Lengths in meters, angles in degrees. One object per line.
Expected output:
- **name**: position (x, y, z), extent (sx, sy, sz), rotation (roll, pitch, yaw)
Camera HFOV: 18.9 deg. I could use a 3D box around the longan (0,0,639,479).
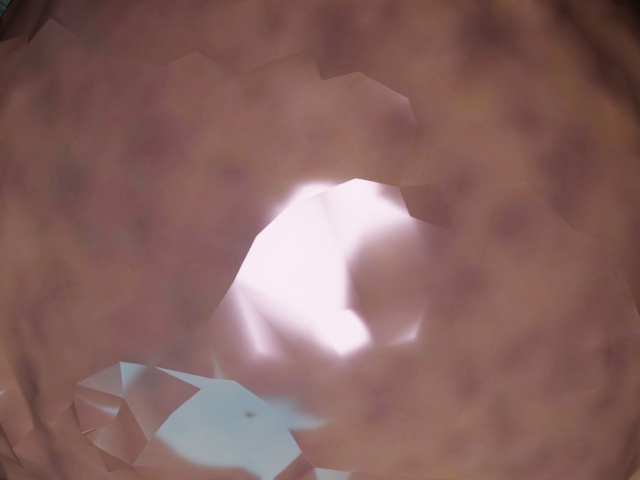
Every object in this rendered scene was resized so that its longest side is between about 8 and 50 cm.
- **longan**: position (0.000, 0.000, 0.911), extent (0.391, 0.391, 0.391), rotation (30, 163, 10)
